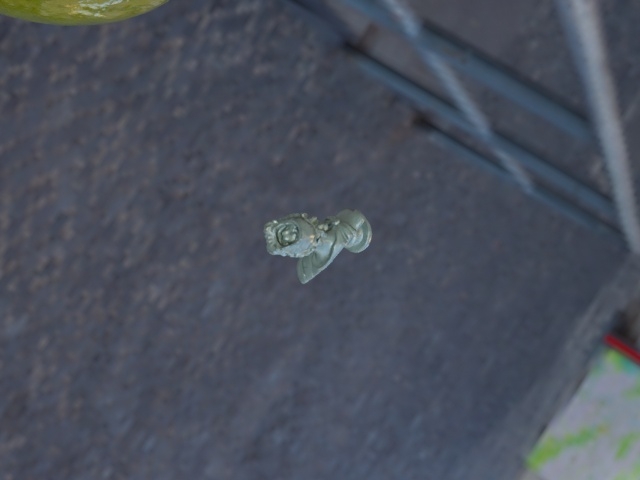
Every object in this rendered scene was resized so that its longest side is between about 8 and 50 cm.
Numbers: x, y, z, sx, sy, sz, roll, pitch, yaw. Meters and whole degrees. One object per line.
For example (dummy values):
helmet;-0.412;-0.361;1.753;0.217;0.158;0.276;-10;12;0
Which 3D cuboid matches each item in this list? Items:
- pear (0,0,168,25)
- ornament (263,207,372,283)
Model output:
pear;-0.120;-0.170;0.813;0.149;0.162;0.149;-56;-159;35
ornament;0.003;-0.001;1.366;0.068;0.041;0.092;-38;158;5
